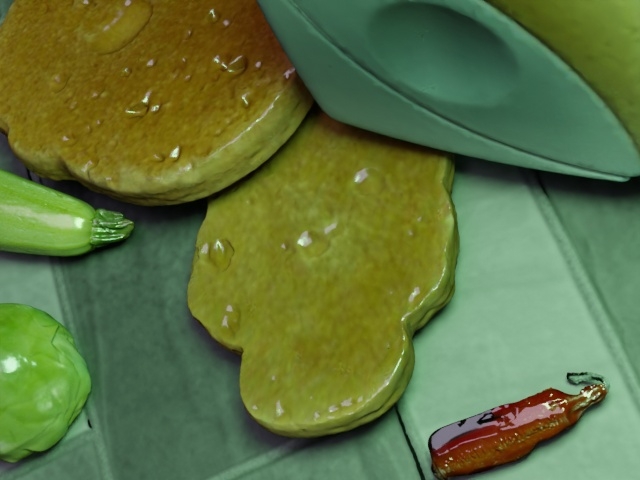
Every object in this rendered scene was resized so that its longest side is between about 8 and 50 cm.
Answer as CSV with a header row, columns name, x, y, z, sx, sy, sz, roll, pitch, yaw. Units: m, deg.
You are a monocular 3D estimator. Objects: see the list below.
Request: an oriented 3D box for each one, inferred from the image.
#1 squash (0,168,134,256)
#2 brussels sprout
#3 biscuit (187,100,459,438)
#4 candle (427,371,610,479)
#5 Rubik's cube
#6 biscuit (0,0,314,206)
name,x,y,z,sx,sy,sz,roll,pitch,yaw
squash,-0.293,-0.028,1.244,0.224,0.094,0.094,11,74,21
brussels sprout,-0.313,0.133,1.155,0.149,0.122,0.151,-16,62,20
biscuit,0.002,0.002,1.110,0.269,0.051,0.376,-9,62,22
candle,0.166,0.153,0.986,0.162,0.048,0.053,-25,95,12
Rubik's cube,0.157,-0.288,0.970,0.352,0.347,0.351,11,65,23
biscuit,-0.183,-0.201,1.249,0.350,0.078,0.455,-48,51,-9
